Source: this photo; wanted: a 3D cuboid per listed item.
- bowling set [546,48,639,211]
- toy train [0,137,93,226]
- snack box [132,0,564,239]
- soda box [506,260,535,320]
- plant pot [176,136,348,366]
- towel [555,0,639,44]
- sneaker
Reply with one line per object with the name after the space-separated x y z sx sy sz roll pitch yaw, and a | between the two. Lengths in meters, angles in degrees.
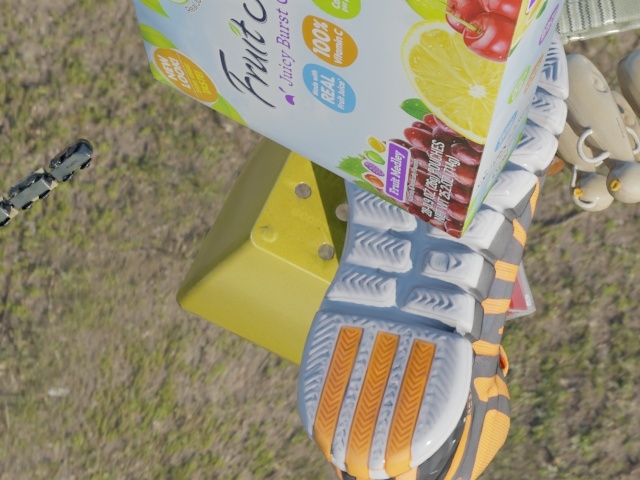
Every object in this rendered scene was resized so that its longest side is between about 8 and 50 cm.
0.313 -0.089 1.105 0.287 0.200 0.154 -13 70 -33 | bowling set
-0.275 -0.049 1.009 0.027 0.158 0.036 48 23 -26 | toy train
0.005 -0.107 0.422 0.174 0.207 0.070 29 67 12 | snack box
0.107 -0.050 0.961 0.083 0.092 0.263 9 64 -62 | soda box
0.000 0.000 1.092 0.212 0.187 0.212 27 69 -5 | plant pot
0.077 -0.278 0.773 0.312 0.056 0.324 -9 86 6 | towel
0.077 0.017 0.681 0.125 0.180 0.321 15 68 21 | sneaker
